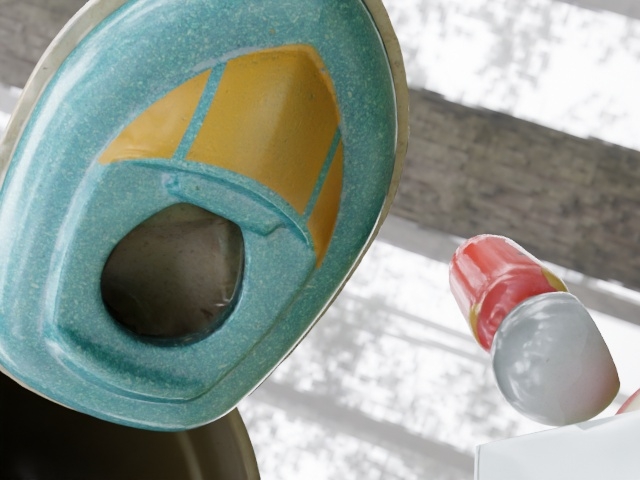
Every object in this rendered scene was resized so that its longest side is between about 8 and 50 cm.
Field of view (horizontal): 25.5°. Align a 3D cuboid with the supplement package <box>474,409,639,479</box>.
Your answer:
[{"bbox_3d":[0.165,0.151,0.422,0.149,0.203,0.194,-62,-41,-77],"label":"supplement package"}]

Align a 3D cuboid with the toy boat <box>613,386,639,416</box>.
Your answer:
[{"bbox_3d":[0.230,0.144,0.637,0.151,0.231,0.151,84,-150,-70],"label":"toy boat"}]

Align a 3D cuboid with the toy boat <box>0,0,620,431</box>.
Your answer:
[{"bbox_3d":[0.000,0.000,0.695,0.267,0.318,0.148,-63,22,16],"label":"toy boat"}]

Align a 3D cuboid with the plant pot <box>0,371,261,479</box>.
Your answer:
[{"bbox_3d":[-0.247,0.210,1.014,0.280,0.323,0.323,-22,28,45],"label":"plant pot"}]
